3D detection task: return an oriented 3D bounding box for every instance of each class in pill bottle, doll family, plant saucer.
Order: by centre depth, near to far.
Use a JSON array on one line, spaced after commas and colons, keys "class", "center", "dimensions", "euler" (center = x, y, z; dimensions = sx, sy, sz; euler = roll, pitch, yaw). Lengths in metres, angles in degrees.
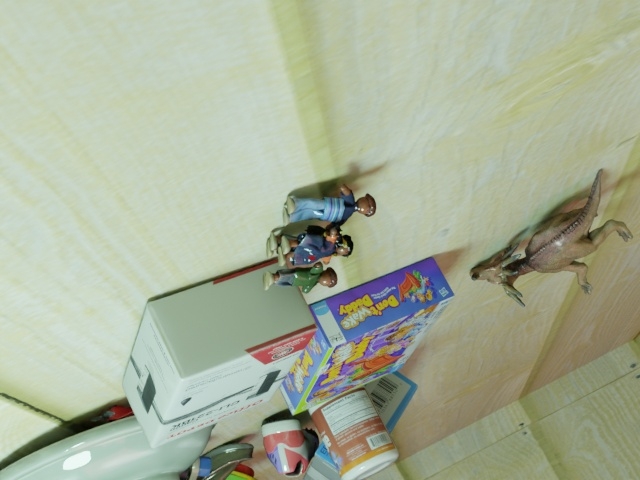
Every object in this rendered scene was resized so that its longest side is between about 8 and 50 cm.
[{"class": "doll family", "center": [0.000, 0.000, 1.214], "dimensions": [0.111, 0.076, 0.193], "euler": [0, 157, -17]}, {"class": "plant saucer", "center": [-0.344, 0.389, 1.648], "dimensions": [0.400, 0.101, 0.400], "euler": [-21, 162, -7]}, {"class": "pill bottle", "center": [0.051, 0.342, 1.929], "dimensions": [0.121, 0.216, 0.121], "euler": [-24, 160, -10]}]

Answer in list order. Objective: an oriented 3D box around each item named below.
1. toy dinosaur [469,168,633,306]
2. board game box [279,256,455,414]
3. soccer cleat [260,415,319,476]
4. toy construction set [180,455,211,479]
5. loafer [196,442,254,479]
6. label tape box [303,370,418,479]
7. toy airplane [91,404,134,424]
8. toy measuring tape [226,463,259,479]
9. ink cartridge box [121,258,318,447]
[{"class": "toy dinosaur", "center": [0.392, 0.013, 1.716], "dimensions": [0.200, 0.127, 0.296], "euler": [-10, 149, -25]}, {"class": "board game box", "center": [0.065, 0.171, 1.728], "dimensions": [0.233, 0.078, 0.347], "euler": [-21, 159, -20]}, {"class": "soccer cleat", "center": [-0.062, 0.466, 2.208], "dimensions": [0.108, 0.116, 0.318], "euler": [-11, 160, 4]}, {"class": "toy construction set", "center": [-0.329, 0.565, 1.972], "dimensions": [0.308, 0.257, 0.237], "euler": [-17, 168, -25]}, {"class": "loafer", "center": [-0.242, 0.512, 2.155], "dimensions": [0.251, 0.087, 0.094], "euler": [-32, 160, 10]}, {"class": "label tape box", "center": [0.074, 0.432, 2.190], "dimensions": [0.249, 0.115, 0.348], "euler": [-54, 173, -25]}, {"class": "toy airplane", "center": [-0.293, 0.267, 1.564], "dimensions": [0.151, 0.028, 0.151], "euler": [-21, 162, -7]}, {"class": "toy measuring tape", "center": [-0.144, 0.563, 2.250], "dimensions": [0.330, 0.121, 0.121], "euler": [1, 178, 33]}, {"class": "ink cartridge box", "center": [-0.143, 0.158, 1.361], "dimensions": [0.197, 0.114, 0.273], "euler": [-19, 159, -26]}]
